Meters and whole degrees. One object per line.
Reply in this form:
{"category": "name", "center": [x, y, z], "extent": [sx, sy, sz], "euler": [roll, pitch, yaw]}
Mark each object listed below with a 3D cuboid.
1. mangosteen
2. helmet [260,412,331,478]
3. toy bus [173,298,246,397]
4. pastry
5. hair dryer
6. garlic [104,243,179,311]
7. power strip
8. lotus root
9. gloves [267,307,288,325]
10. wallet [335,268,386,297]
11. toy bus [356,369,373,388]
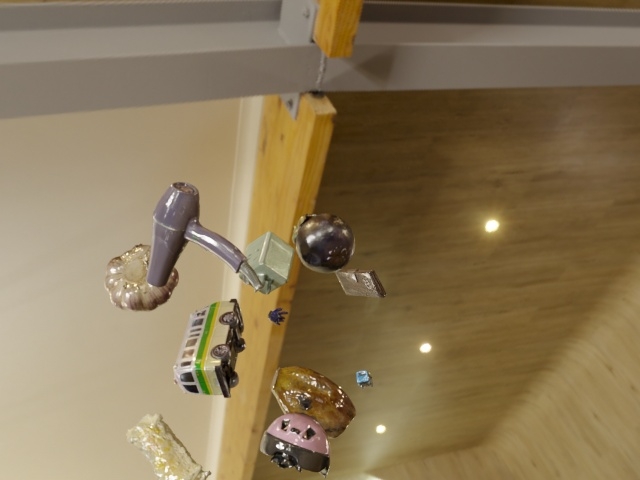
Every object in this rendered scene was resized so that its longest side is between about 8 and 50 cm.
{"category": "mangosteen", "center": [0.000, 0.000, 1.849], "extent": [0.194, 0.230, 0.194], "euler": [-17, -58, -29]}
{"category": "helmet", "center": [-0.056, 0.549, 1.622], "extent": [0.253, 0.198, 0.154], "euler": [49, -122, -72]}
{"category": "toy bus", "center": [-0.340, 0.332, 1.855], "extent": [0.179, 0.305, 0.143], "euler": [-5, -54, 7]}
{"category": "pastry", "center": [-0.410, 0.574, 1.575], "extent": [0.121, 0.258, 0.089], "euler": [-33, -40, -31]}
{"category": "hair dryer", "center": [-0.305, 0.047, 1.565], "extent": [0.121, 0.361, 0.301], "euler": [-25, -38, -60]}
{"category": "garlic", "center": [-0.584, 0.136, 1.963], "extent": [0.245, 0.245, 0.160], "euler": [-23, -33, -7]}
{"category": "power strip", "center": [-0.199, 0.105, 2.166], "extent": [0.140, 0.224, 0.139], "euler": [-29, -55, 37]}
{"category": "lotus root", "center": [-0.036, 0.525, 1.931], "extent": [0.193, 0.291, 0.193], "euler": [-51, 3, 4]}
{"category": "gloves", "center": [-0.158, 0.283, 2.229], "extent": [0.086, 0.026, 0.064], "euler": [34, -98, -44]}
{"category": "wallet", "center": [0.152, 0.164, 2.305], "extent": [0.042, 0.230, 0.124], "euler": [-35, -72, -27]}
{"category": "toy bus", "center": [0.137, 0.430, 1.843], "extent": [0.038, 0.046, 0.083], "euler": [-14, -25, 10]}
